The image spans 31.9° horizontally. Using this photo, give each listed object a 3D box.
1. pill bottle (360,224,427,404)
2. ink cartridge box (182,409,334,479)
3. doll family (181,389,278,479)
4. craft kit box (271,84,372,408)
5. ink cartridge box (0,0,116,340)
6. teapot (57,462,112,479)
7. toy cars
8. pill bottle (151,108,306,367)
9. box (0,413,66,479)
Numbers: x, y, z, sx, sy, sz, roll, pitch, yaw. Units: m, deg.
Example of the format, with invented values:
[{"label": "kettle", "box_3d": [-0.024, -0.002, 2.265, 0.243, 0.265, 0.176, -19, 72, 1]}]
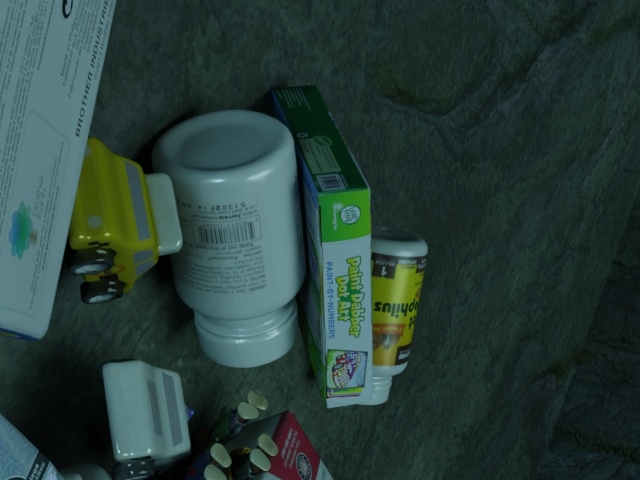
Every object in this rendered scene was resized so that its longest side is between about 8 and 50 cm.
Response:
[{"label": "pill bottle", "box_3d": [0.062, 0.094, 1.419, 0.117, 0.117, 0.215, -13, 115, -61]}, {"label": "ink cartridge box", "box_3d": [-0.030, 0.368, 1.160, 0.306, 0.131, 0.226, 58, 22, -17]}, {"label": "doll family", "box_3d": [-0.101, 0.226, 1.002, 0.076, 0.111, 0.193, 47, 36, -7]}, {"label": "craft kit box", "box_3d": [0.000, 0.000, 1.155, 0.250, 0.061, 0.246, -111, -161, -57]}, {"label": "ink cartridge box", "box_3d": [-0.236, -0.112, 0.531, 0.395, 0.151, 0.270, 65, 34, -79]}, {"label": "teapot", "box_3d": [-0.220, 0.312, 0.897, 0.187, 0.256, 0.252, -23, 159, -13]}, {"label": "toy cars", "box_3d": [-0.148, 0.071, 0.927, 0.176, 0.087, 0.393, -111, -166, -55]}, {"label": "pill bottle", "box_3d": [-0.081, 0.003, 1.071, 0.131, 0.131, 0.229, -47, 142, -44]}, {"label": "box", "box_3d": [-0.299, 0.214, 0.705, 0.247, 0.163, 0.142, -63, 153, -25]}]
